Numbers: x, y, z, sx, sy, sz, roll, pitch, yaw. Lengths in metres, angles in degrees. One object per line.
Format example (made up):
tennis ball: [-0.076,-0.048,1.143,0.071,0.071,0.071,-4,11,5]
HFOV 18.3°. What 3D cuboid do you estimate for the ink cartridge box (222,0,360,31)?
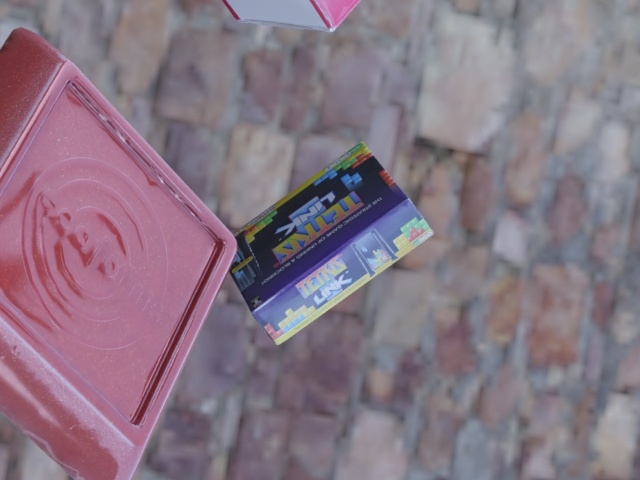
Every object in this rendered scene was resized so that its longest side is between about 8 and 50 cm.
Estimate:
ink cartridge box: [0.007,-0.262,1.122,0.100,0.172,0.237,13,-123,51]

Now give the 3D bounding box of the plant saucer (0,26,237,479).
plant saucer: [-0.169,0.012,1.419,0.047,0.258,0.259,-17,-144,39]

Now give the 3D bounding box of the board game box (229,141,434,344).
board game box: [0.000,0.000,1.770,0.170,0.048,0.141,-36,-152,0]
